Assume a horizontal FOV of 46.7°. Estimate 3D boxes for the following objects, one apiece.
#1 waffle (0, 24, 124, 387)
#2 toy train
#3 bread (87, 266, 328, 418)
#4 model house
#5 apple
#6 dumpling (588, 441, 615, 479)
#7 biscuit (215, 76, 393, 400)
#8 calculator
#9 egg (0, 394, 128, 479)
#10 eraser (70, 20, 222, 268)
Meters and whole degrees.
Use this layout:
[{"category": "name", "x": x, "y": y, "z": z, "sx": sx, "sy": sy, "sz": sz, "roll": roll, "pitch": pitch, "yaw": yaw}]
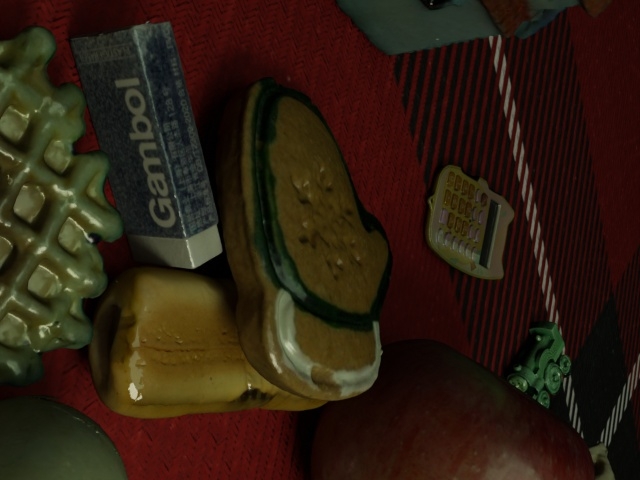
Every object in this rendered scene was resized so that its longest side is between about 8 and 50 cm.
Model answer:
[{"category": "waffle", "x": -0.286, "y": -0.014, "z": 0.532, "sx": 0.309, "sy": 0.056, "sz": 0.291, "roll": -23, "pitch": 110, "yaw": -46}, {"category": "toy train", "x": 0.398, "y": 0.236, "z": 1.360, "sx": 0.178, "sy": 0.071, "sz": 0.104, "roll": -43, "pitch": 116, "yaw": -41}, {"category": "bread", "x": -0.095, "y": 0.103, "z": 0.742, "sx": 0.305, "sy": 0.091, "sz": 0.141, "roll": 12, "pitch": 68, "yaw": -50}, {"category": "model house", "x": 0.190, "y": -0.375, "z": 0.863, "sx": 0.295, "sy": 0.330, "sz": 0.251, "roll": 34, "pitch": 71, "yaw": -48}, {"category": "apple", "x": 0.147, "y": 0.279, "z": 0.885, "sx": 0.345, "sy": 0.345, "sz": 0.269, "roll": 34, "pitch": 88, "yaw": -46}, {"category": "dumpling", "x": 0.374, "y": 0.533, "z": 1.243, "sx": 0.395, "sy": 0.233, "sz": 0.315, "roll": -33, "pitch": 121, "yaw": -28}, {"category": "biscuit", "x": 0.002, "y": 0.000, "z": 0.782, "sx": 0.287, "sy": 0.057, "sz": 0.343, "roll": 25, "pitch": 52, "yaw": -53}, {"category": "calculator", "x": 0.231, "y": -0.027, "z": 1.169, "sx": 0.237, "sy": 0.033, "sz": 0.157, "roll": 26, "pitch": 74, "yaw": -46}, {"category": "egg", "x": -0.233, "y": 0.226, "z": 0.511, "sx": 0.186, "sy": 0.187, "sz": 0.253, "roll": 53, "pitch": 39, "yaw": -38}, {"category": "eraser", "x": -0.152, "y": -0.083, "z": 0.661, "sx": 0.046, "sy": 0.092, "sz": 0.212, "roll": -32, "pitch": 118, "yaw": -46}]
